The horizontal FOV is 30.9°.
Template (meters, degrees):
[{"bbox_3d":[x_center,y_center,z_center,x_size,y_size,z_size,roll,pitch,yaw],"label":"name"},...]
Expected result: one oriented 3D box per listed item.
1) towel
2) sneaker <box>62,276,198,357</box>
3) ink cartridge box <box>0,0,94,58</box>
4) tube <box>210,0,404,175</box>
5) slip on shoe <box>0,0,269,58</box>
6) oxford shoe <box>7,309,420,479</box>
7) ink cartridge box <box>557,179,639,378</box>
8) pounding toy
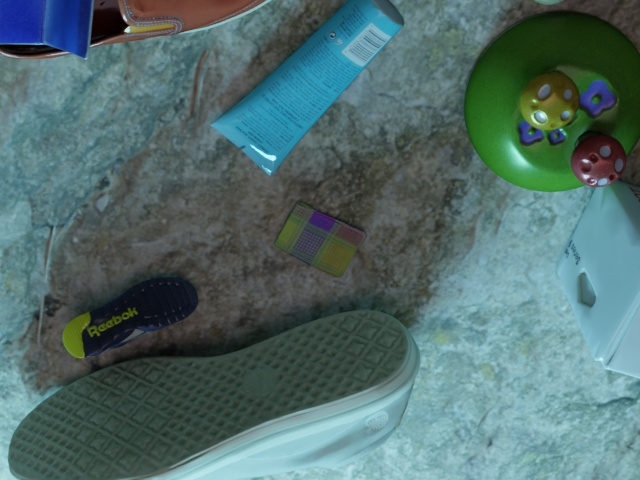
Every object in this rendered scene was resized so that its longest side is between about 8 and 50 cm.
[{"bbox_3d":[0.000,0.000,1.198,0.083,0.009,0.060,25,113,-12],"label":"towel"},{"bbox_3d":[-0.198,0.079,1.208,0.144,0.059,0.053,-20,84,-9],"label":"sneaker"},{"bbox_3d":[-0.320,-0.267,0.934,0.333,0.065,0.165,22,116,25],"label":"ink cartridge box"},{"bbox_3d":[-0.009,-0.153,1.107,0.080,0.052,0.207,41,113,-14],"label":"tube"},{"bbox_3d":[-0.157,-0.231,1.031,0.331,0.101,0.123,-15,112,1],"label":"slip on shoe"},{"bbox_3d":[-0.107,0.195,1.215,0.449,0.169,0.130,-15,137,4],"label":"oxford shoe"},{"bbox_3d":[0.403,0.064,1.132,0.289,0.211,0.121,16,114,-10],"label":"ink cartridge box"},{"bbox_3d":[0.242,-0.138,1.087,0.183,0.110,0.237,14,114,-9],"label":"pounding toy"}]
